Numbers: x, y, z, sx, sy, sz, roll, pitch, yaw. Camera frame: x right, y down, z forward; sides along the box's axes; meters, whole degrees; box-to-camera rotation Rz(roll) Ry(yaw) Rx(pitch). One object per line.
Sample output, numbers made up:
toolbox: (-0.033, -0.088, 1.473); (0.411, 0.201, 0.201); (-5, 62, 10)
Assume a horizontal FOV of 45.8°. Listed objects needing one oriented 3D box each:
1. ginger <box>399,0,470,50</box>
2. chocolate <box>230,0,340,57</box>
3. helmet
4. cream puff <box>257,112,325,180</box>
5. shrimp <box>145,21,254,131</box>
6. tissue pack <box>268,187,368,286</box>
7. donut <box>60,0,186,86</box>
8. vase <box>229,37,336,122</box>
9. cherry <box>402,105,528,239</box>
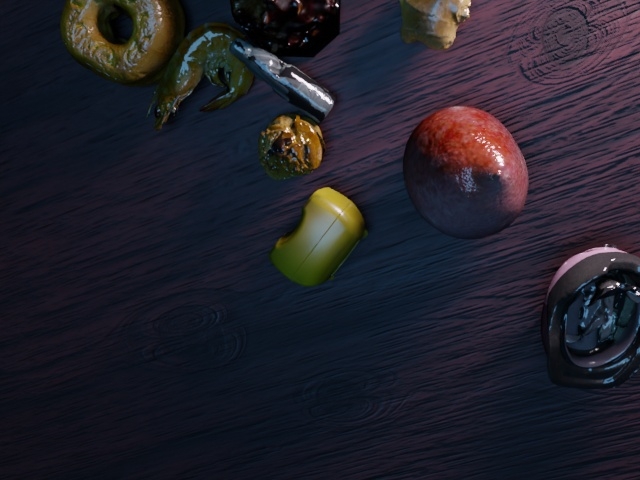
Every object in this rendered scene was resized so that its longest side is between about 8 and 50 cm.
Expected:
ginger: (0.243, -0.442, 1.261); (0.294, 0.086, 0.131); (-43, 71, 15)
chocolate: (-0.082, -0.427, 1.287); (0.206, 0.177, 0.224); (5, 105, 11)
helmet: (0.477, 0.122, 1.329); (0.198, 0.154, 0.253); (5, 126, -9)
cream puff: (-0.058, -0.168, 1.394); (0.133, 0.104, 0.119); (-39, 101, 20)
shrimp: (-0.226, -0.294, 1.409); (0.249, 0.068, 0.150); (-38, 112, 20)
tissue pack: (0.000, 0.000, 1.413); (0.127, 0.123, 0.178); (38, 109, 4)
donut: (-0.363, -0.393, 1.392); (0.227, 0.114, 0.226); (3, 104, 12)
vase: (-0.071, -0.293, 1.360); (0.211, 0.060, 0.060); (33, 110, -11)
cherry: (0.238, -0.106, 1.275); (0.206, 0.239, 0.239); (-16, 101, 24)
